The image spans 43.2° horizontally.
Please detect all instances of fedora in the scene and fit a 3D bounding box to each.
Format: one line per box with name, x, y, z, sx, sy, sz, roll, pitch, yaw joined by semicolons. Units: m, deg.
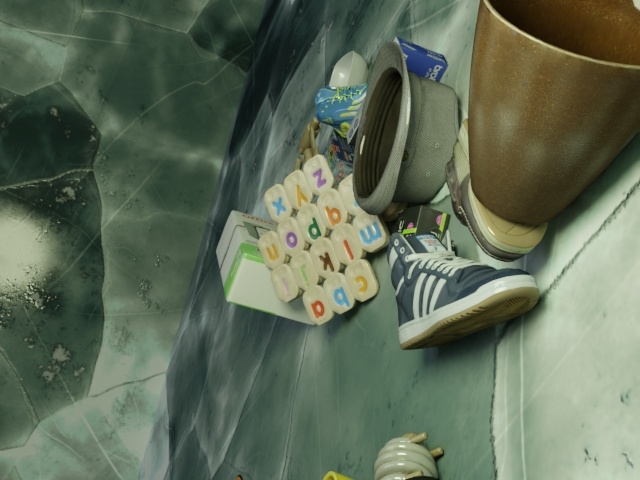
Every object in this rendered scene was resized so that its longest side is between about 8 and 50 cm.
fedora;0.143;-0.168;1.294;0.244;0.124;0.275;-135;55;-73

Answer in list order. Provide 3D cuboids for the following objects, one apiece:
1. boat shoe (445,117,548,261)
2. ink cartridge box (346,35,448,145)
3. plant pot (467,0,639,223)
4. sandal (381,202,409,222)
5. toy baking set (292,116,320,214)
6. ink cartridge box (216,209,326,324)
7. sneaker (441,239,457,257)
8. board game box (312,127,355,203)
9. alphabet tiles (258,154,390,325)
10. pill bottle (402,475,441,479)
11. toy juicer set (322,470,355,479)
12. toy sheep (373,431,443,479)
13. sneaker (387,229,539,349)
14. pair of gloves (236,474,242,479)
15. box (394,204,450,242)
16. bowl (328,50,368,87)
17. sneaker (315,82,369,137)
boat shoe;0.214;-0.055;1.032;0.285;0.103;0.092;-91;20;-53
ink cartridge box;0.133;-0.251;1.445;0.046;0.097;0.207;-98;29;-52
plant pot;0.248;-0.139;0.875;0.215;0.216;0.230;-95;12;-49
sandal;0.074;-0.050;1.471;0.240;0.079;0.088;139;144;-60
toy baking set;-0.023;-0.167;1.765;0.256;0.030;0.196;121;154;-61
ink cartridge box;-0.104;0.051;1.721;0.273;0.199;0.114;-119;48;-66
sneaker;0.171;0.044;1.160;0.069;0.038;0.098;155;129;-68
board game box;0.012;-0.130;1.768;0.194;0.060;0.194;-103;35;-58
alphabet tiles;0.000;0.000;1.474;0.284;0.021;0.277;-33;73;37
pill bottle;0.132;0.356;0.855;0.219;0.123;0.122;-116;46;-65
toy juicer set;0.038;0.469;1.093;0.329;0.090;0.209;-152;79;-72
toy sheep;0.110;0.300;1.038;0.091;0.091;0.132;-60;4;37
sneaker;0.166;0.041;1.028;0.282;0.099;0.153;137;129;-63
pair of gloves;-0.191;0.574;1.823;0.074;0.010;0.083;-125;53;-68
box;0.153;-0.015;1.246;0.083;0.052;0.062;167;118;-71
bowl;0.060;-0.344;1.828;0.142;0.053;0.141;171;114;-70
sneaker;0.060;-0.275;1.643;0.240;0.126;0.091;145;138;-64
